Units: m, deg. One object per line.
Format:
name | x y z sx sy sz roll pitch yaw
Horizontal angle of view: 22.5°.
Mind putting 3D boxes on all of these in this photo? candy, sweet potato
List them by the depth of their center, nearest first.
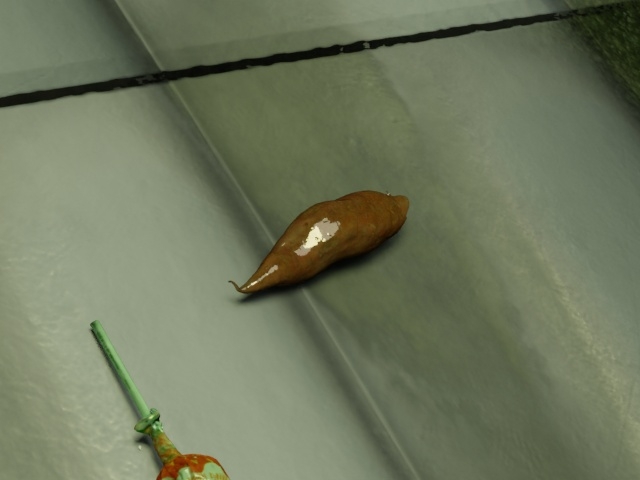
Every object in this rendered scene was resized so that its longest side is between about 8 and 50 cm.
candy | -0.116 0.122 1.097 0.055 0.049 0.184 -36 59 2
sweet potato | 0.000 0.000 1.259 0.195 0.056 0.056 -28 69 -36
